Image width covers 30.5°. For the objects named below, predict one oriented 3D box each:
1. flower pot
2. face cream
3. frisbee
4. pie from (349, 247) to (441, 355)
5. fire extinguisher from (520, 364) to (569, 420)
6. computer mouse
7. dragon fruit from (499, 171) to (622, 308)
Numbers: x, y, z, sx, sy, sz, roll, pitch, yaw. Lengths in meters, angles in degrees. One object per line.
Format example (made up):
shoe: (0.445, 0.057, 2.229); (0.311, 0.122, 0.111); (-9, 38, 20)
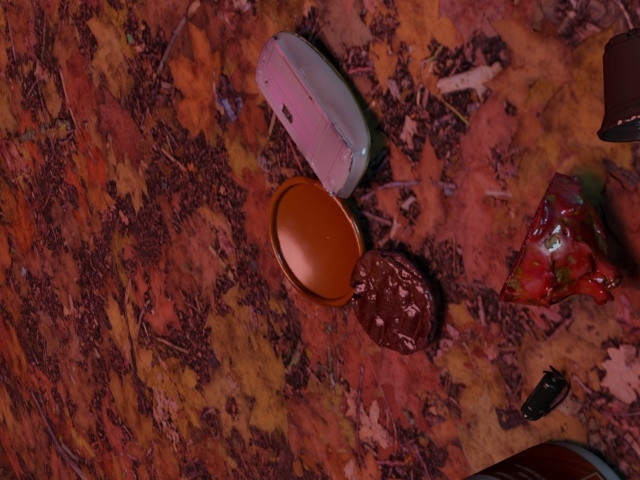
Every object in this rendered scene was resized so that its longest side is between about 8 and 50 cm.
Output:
flower pot: (0.303, -0.147, 1.079); (0.111, 0.111, 0.089); (-22, 73, 57)
face cream: (0.231, 0.344, 1.308); (0.201, 0.187, 0.201); (28, 126, 47)
frisbee: (0.000, 0.000, 1.636); (0.192, 0.035, 0.192); (23, 123, 40)
pie: (0.097, 0.079, 1.523); (0.153, 0.038, 0.153); (24, 125, 40)
fire extinguisher: (0.260, 0.175, 1.345); (0.038, 0.025, 0.083); (24, 134, 3)
computer mouse: (-0.005, -0.169, 1.554); (0.245, 0.056, 0.126); (56, 143, 25)
dragon fruit: (0.261, 0.015, 1.216); (0.111, 0.153, 0.153); (27, 133, 6)
